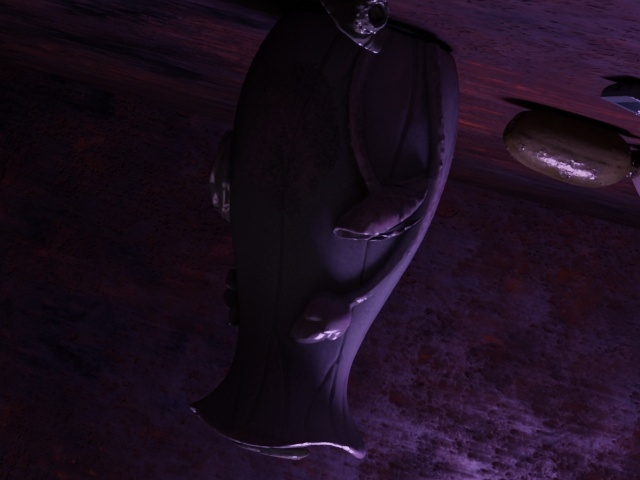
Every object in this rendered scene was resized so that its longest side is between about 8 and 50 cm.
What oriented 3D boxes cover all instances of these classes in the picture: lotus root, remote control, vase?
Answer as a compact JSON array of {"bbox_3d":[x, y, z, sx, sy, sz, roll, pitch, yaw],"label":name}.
[{"bbox_3d":[0.310,-0.107,1.669,0.183,0.077,0.090,16,-179,-15],"label":"lotus root"},{"bbox_3d":[0.351,-0.119,1.316,0.162,0.029,0.061,20,177,-18],"label":"remote control"},{"bbox_3d":[0.000,0.000,1.402,0.250,0.445,0.250,13,180,0],"label":"vase"}]

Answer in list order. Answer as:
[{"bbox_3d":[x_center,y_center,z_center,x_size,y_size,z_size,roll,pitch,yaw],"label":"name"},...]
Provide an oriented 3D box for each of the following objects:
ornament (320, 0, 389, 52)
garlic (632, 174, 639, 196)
[{"bbox_3d":[0.033,-0.197,1.212,0.068,0.041,0.092,43,174,-38],"label":"ornament"},{"bbox_3d":[0.468,-0.061,1.778,0.267,0.128,0.148,24,173,-22],"label":"garlic"}]
